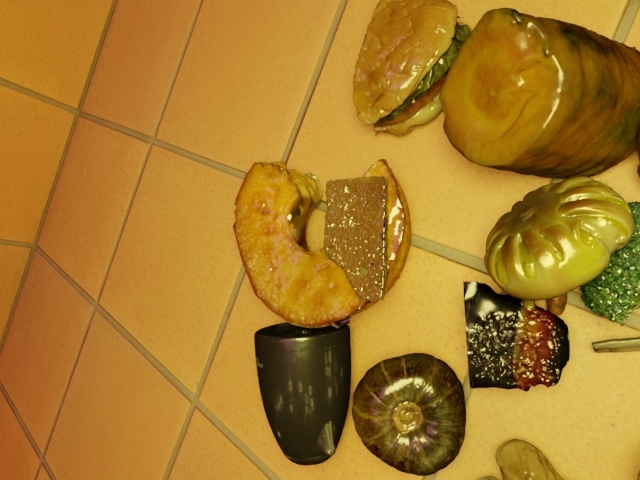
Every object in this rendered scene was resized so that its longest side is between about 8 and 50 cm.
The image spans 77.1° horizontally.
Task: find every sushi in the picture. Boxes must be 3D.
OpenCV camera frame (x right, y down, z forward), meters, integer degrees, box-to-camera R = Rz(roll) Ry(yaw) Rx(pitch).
[{"bbox_3d":[0.331,0.167,0.682,0.150,0.153,0.172,-3,74,24],"label":"sushi"}]

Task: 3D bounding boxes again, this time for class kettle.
[{"bbox_3d":[-0.044,0.332,0.894,0.268,0.207,0.291,-7,88,61],"label":"kettle"}]

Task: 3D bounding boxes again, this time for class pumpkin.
[{"bbox_3d":[0.166,0.324,0.765,0.218,0.162,0.219,0,89,10],"label":"pumpkin"}]

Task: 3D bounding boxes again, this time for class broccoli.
[{"bbox_3d":[0.507,0.040,0.609,0.194,0.194,0.220,2,60,34],"label":"broccoli"}]

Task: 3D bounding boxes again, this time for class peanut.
[{"bbox_3d":[0.379,0.423,0.636,0.108,0.095,0.226,-31,51,-17],"label":"peanut"}]

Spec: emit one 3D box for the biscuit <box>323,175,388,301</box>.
[{"bbox_3d":[0.067,-0.005,0.774,0.131,0.026,0.237,-2,84,31],"label":"biscuit"}]

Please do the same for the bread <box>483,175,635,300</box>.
[{"bbox_3d":[0.345,-0.011,0.616,0.104,0.213,0.213,39,108,-14],"label":"bread"}]

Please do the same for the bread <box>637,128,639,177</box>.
[{"bbox_3d":[0.585,-0.128,0.502,0.224,0.250,0.279,-24,47,-8],"label":"bread"}]

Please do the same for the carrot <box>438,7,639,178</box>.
[{"bbox_3d":[0.380,-0.230,0.678,0.241,0.340,0.242,-3,86,63],"label":"carrot"}]

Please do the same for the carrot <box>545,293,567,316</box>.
[{"bbox_3d":[0.416,0.031,0.708,0.061,0.061,0.210,2,86,34],"label":"carrot"}]

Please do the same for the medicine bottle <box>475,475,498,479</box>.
[{"bbox_3d":[0.301,0.528,0.644,0.139,0.139,0.237,-44,61,20],"label":"medicine bottle"}]

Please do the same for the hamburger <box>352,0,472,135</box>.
[{"bbox_3d":[0.212,-0.396,0.851,0.208,0.162,0.330,13,84,36],"label":"hamburger"}]

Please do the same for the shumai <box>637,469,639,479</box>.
[{"bbox_3d":[0.535,0.349,0.530,0.201,0.120,0.202,-4,82,30],"label":"shumai"}]

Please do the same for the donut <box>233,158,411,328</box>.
[{"bbox_3d":[0.000,0.000,0.924,0.434,0.163,0.378,15,91,32],"label":"donut"}]

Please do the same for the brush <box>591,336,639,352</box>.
[{"bbox_3d":[0.577,0.123,0.580,0.320,0.060,0.050,-17,60,29],"label":"brush"}]
